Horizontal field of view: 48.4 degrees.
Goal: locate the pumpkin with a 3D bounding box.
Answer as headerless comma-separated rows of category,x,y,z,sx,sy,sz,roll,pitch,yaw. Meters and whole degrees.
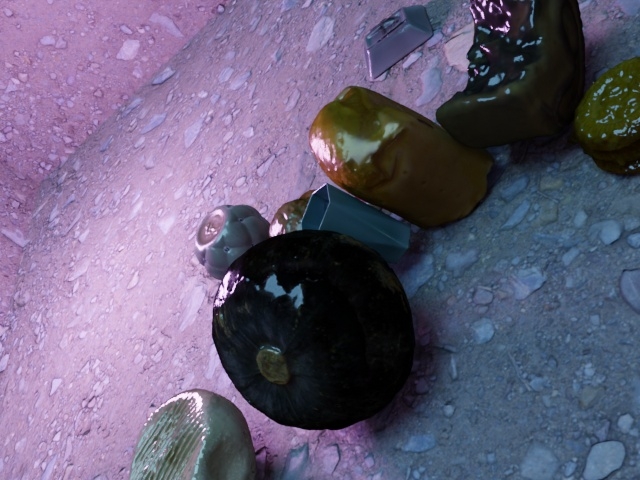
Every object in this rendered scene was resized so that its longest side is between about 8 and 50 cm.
pumpkin,-0.014,0.191,1.543,0.455,0.454,0.344,-25,9,34

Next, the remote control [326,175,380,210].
remote control,0.093,-0.183,2.033,0.145,0.050,0.344,-40,38,18

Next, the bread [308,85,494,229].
bread,0.162,-0.199,1.711,0.361,0.395,0.250,44,112,51

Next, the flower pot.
flower pot,-0.261,0.006,2.153,0.246,0.195,0.246,-28,43,30

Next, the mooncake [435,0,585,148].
mooncake,0.423,-0.413,1.560,0.246,0.393,0.393,-4,19,44

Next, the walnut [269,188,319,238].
walnut,0.000,0.000,1.838,0.283,0.228,0.282,19,114,50

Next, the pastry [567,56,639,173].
pastry,0.624,-0.264,1.433,0.240,0.132,0.235,-46,37,10

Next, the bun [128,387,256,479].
bun,-0.295,0.544,1.719,0.353,0.227,0.348,22,78,51

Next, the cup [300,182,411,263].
cup,0.086,-0.029,1.675,0.134,0.236,0.148,-53,30,34

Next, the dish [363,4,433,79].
dish,0.224,-0.646,2.246,0.243,0.080,0.181,-32,41,26
